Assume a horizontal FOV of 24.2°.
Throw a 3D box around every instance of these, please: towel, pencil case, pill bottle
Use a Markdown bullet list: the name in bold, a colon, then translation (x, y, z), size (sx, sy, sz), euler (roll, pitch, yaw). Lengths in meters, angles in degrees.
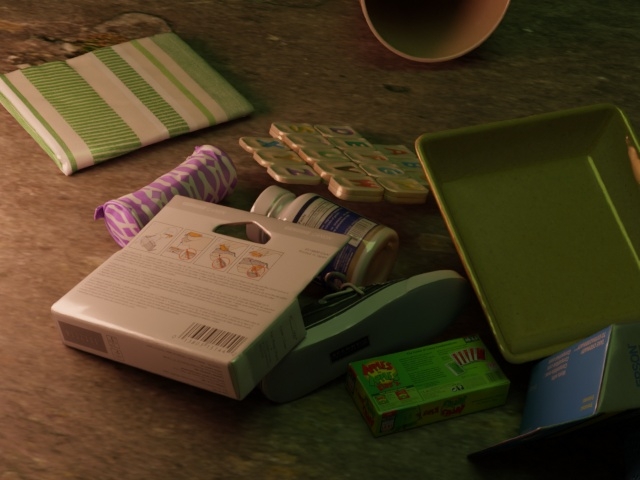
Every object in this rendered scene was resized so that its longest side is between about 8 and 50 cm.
- **towel**: translation (-0.303, -0.216, 2.275), size (0.325, 0.038, 0.248), euler (-21, 48, -31)
- **pencil case**: translation (-0.207, -0.063, 2.063), size (0.088, 0.086, 0.206), euler (40, 49, 17)
- **pill bottle**: translation (0.000, 0.000, 1.999), size (0.187, 0.112, 0.112), euler (26, 44, 22)

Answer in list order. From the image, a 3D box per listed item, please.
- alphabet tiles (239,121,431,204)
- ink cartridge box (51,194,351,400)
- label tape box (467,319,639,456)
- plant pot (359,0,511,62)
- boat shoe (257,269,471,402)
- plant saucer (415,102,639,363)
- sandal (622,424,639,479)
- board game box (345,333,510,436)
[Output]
- **alphabet tiles**: translation (0.036, -0.115, 2.137), size (0.278, 0.021, 0.284), euler (2, 22, -25)
- **ink cartridge box**: translation (-0.143, 0.064, 1.867), size (0.296, 0.066, 0.261), euler (14, 42, 34)
- **label tape box**: translation (0.354, 0.163, 1.749), size (0.334, 0.240, 0.105), euler (-7, 76, -16)
- **plant pot**: translation (0.161, -0.461, 2.498), size (0.257, 0.256, 0.274), euler (-3, 25, -11)
- **boat shoe**: translation (0.041, 0.101, 1.889), size (0.306, 0.113, 0.105), euler (-27, 45, -14)
- **plant saucer**: translation (0.311, -0.004, 1.971), size (0.333, 0.081, 0.332), euler (-11, 67, -24)
- **sandal**: translation (0.358, 0.328, 1.658), size (0.138, 0.126, 0.317), euler (4, 38, 3)
- **board game box**: translation (0.133, 0.179, 1.858), size (0.181, 0.043, 0.092), euler (-11, 43, -21)
